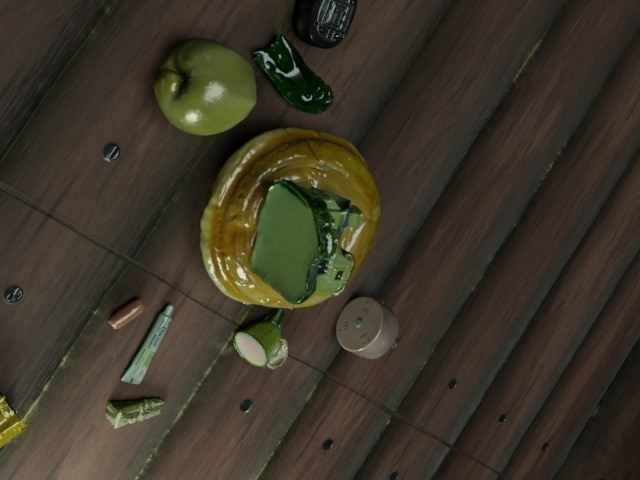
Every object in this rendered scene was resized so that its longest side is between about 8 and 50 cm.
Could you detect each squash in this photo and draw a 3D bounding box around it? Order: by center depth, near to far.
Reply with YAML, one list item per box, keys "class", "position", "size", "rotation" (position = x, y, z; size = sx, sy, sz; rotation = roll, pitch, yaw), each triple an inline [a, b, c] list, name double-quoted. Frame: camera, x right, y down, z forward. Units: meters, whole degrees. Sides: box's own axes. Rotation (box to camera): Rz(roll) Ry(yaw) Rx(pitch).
- class: "squash"
  position: [-0.127, 0.225, 1.846]
  size: [0.132, 0.105, 0.105]
  rotation: [-41, 129, -40]

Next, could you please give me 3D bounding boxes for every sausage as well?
- class: "sausage"
  position: [-0.408, 0.155, 1.629]
  size: [0.083, 0.034, 0.034]
  rotation: [-36, 126, -21]

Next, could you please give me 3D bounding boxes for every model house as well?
- class: "model house"
  position: [0.000, 0.000, 1.525]
  size: [0.189, 0.195, 0.214]
  rotation: [-1, 112, -43]

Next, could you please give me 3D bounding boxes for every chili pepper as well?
- class: "chili pepper"
  position: [-0.056, -0.353, 1.673]
  size: [0.098, 0.061, 0.224]
  rotation: [-52, 132, 0]

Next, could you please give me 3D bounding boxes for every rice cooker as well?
- class: "rice cooker"
  position: [0.012, -0.491, 1.641]
  size: [0.112, 0.106, 0.165]
  rotation: [9, 113, -35]

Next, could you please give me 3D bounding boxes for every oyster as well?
- class: "oyster"
  position: [-0.113, 0.268, 1.909]
  size: [0.083, 0.038, 0.080]
  rotation: [-40, 105, 17]

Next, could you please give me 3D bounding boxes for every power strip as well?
- class: "power strip"
  position: [0.119, 0.220, 1.973]
  size: [0.078, 0.154, 0.154]
  rotation: [31, 88, -42]

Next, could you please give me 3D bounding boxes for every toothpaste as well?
- class: "toothpaste"
  position: [-0.371, 0.227, 1.690]
  size: [0.048, 0.029, 0.197]
  rotation: [26, 94, -40]

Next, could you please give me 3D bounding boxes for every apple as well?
- class: "apple"
  position: [-0.220, -0.297, 1.492]
  size: [0.200, 0.200, 0.200]
  rotation: [-14, 116, -32]

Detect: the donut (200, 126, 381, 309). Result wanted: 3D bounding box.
- class: "donut"
  position: [-0.059, -0.040, 1.708]
  size: [0.449, 0.198, 0.449]
  rotation: [-15, 118, -30]

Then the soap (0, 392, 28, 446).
- class: "soap"
  position: [-0.739, 0.365, 1.426]
  size: [0.324, 0.096, 0.204]
  rotation: [-36, 126, -21]

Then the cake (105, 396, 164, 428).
- class: "cake"
  position: [-0.414, 0.376, 1.721]
  size: [0.140, 0.055, 0.051]
  rotation: [-2, 109, -55]
